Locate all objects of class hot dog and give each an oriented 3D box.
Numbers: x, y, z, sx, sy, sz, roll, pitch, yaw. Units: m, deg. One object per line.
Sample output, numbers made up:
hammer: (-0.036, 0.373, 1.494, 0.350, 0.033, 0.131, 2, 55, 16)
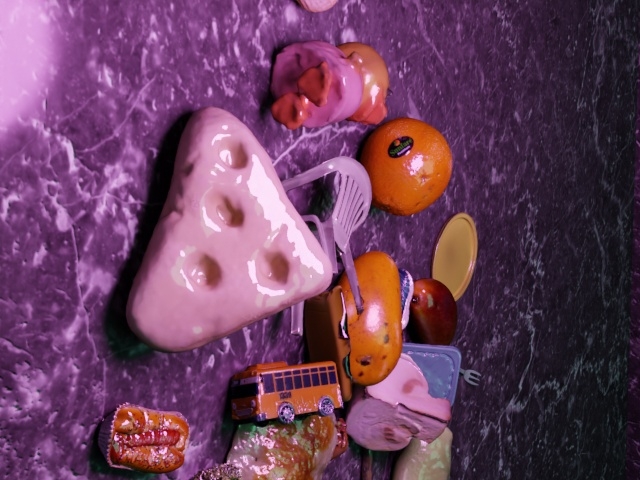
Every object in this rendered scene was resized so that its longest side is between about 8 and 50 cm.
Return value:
hot dog: (-0.282, 0.324, 1.489, 0.191, 0.059, 0.108, 28, 72, -52)

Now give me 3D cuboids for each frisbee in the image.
frisbee: (0.338, 0.044, 2.324, 0.236, 0.017, 0.236, -22, 118, -50)

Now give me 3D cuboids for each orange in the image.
orange: (0.172, -0.150, 1.882, 0.206, 0.206, 0.206, -21, 116, -51)

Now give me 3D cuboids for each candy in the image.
candy: (0.230, 0.610, 2.253, 0.142, 0.132, 0.343, 15, 83, -13)

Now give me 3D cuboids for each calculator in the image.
calculator: (0.015, 0.204, 1.785, 0.033, 0.157, 0.236, -8, 92, -27)

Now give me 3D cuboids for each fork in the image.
fork: (0.375, 0.347, 2.466, 0.235, 0.021, 0.039, 33, 68, -52)

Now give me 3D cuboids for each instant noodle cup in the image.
instant noodle cup: (0.229, 0.312, 2.146, 0.179, 0.070, 0.157, 6, 97, -14)

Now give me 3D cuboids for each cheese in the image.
cheese: (-0.190, -0.001, 1.446, 0.328, 0.129, 0.351, -33, 98, -16)

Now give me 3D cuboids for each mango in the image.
mango: (0.268, 0.177, 2.184, 0.267, 0.111, 0.133, 66, 31, -49)
mango: (0.095, 0.148, 1.876, 0.191, 0.160, 0.290, 66, 31, -60)

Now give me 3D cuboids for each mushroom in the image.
mushroom: (0.154, 0.361, 2.053, 0.236, 0.173, 0.162, 23, 42, -20)

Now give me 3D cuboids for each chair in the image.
chair: (0.000, 0.000, 1.691, 0.203, 0.190, 0.275, 54, 28, -48)

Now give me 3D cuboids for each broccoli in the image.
broccoli: (-0.187, 0.444, 1.626, 0.092, 0.095, 0.097, 55, 28, -9)

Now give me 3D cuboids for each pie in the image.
pie: (-0.068, 0.398, 1.793, 0.274, 0.105, 0.257, -53, 123, -37)

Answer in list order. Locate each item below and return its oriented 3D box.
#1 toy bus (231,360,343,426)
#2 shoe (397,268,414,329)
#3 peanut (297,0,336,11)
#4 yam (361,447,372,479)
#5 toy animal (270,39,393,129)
toy bus: (-0.065, 0.280, 1.696, 0.201, 0.098, 0.114, 0, 77, -40)
shoe: (0.166, 0.131, 2.074, 0.071, 0.064, 0.143, 18, 79, -37)
peanut: (-0.032, -0.475, 1.583, 0.207, 0.087, 0.087, 48, 61, -50)
yam: (0.106, 0.513, 2.121, 0.029, 0.027, 0.234, -29, 123, -60)
toy animal: (0.028, -0.285, 1.672, 0.281, 0.195, 0.169, -8, 66, -50)
